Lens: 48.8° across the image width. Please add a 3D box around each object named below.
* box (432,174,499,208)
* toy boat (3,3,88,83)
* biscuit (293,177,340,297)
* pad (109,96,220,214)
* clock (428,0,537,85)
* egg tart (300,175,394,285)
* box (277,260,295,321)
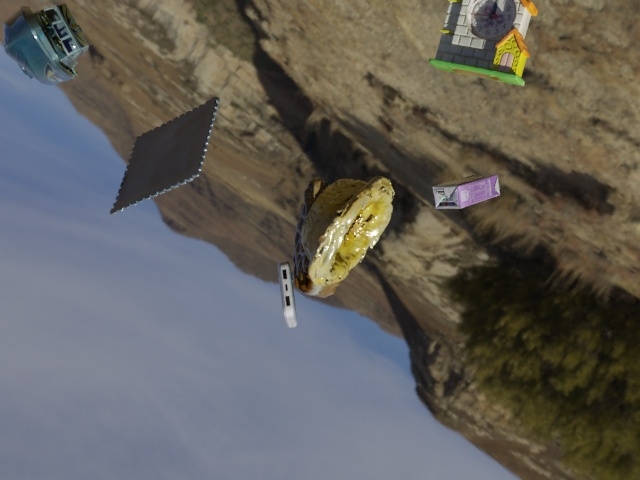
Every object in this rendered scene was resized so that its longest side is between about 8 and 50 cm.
[{"bbox_3d":[0.226,-0.076,1.084,0.050,0.036,0.117,3,-165,45],"label":"box"},{"bbox_3d":[-0.453,-0.326,1.167,0.114,0.122,0.296,63,169,-14],"label":"toy boat"},{"bbox_3d":[-0.005,0.010,1.963,0.115,0.268,0.366,10,-148,-10],"label":"biscuit"},{"bbox_3d":[-0.351,-0.193,1.597,0.012,0.269,0.270,47,-144,-39],"label":"pad"},{"bbox_3d":[0.401,-0.519,1.676,0.219,0.255,0.106,17,-170,24],"label":"clock"},{"bbox_3d":[0.045,-0.030,1.459,0.118,0.288,0.288,34,-179,13],"label":"egg tart"},{"bbox_3d":[-0.087,0.147,1.867,0.044,0.142,0.285,-5,167,-2],"label":"box"}]
